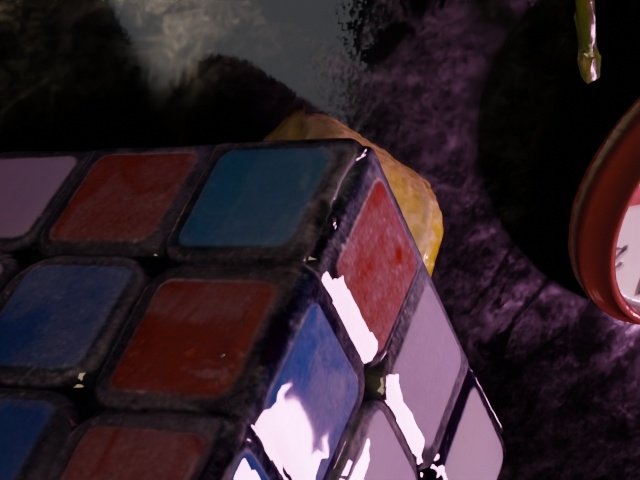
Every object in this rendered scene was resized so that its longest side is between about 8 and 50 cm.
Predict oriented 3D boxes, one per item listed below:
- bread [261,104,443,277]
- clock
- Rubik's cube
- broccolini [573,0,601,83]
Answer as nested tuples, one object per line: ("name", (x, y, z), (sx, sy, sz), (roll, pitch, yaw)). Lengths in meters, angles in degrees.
("bread", (0.002, 0.003, 1.289), (0.170, 0.197, 0.197), (38, 91, -23))
("clock", (0.368, -0.054, 1.506), (0.318, 0.080, 0.318), (-19, 133, -22))
("Rubik's cube", (-0.114, 0.168, 1.102), (0.363, 0.359, 0.362), (60, 42, -38))
("broccolini", (0.216, -0.254, 1.319), (0.057, 0.071, 0.254), (-56, 149, -46))
